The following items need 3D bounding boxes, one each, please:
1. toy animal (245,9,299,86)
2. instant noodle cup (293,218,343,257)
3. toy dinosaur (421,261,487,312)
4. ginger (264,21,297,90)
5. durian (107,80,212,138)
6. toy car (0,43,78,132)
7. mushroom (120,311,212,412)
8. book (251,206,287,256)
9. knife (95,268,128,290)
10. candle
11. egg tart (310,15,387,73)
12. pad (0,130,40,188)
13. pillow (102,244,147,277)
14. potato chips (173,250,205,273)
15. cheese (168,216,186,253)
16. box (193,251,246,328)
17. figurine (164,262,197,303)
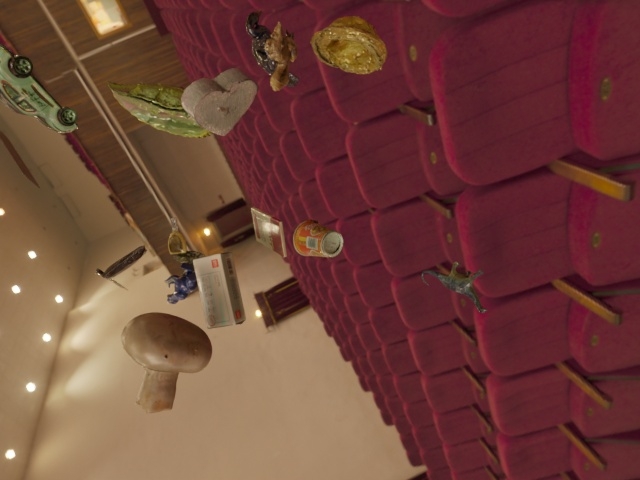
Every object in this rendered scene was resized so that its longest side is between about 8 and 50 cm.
[{"bbox_3d":[-0.184,-0.738,1.695,0.185,0.122,0.298,-46,-55,-48],"label":"toy animal"},{"bbox_3d":[0.000,0.000,2.117,0.212,0.193,0.193,13,132,54],"label":"instant noodle cup"},{"bbox_3d":[0.575,0.168,1.802,0.076,0.147,0.363,45,172,-37],"label":"toy dinosaur"},{"bbox_3d":[-0.152,-0.652,1.564,0.059,0.214,0.133,24,-175,42],"label":"ginger"},{"bbox_3d":[-0.492,-0.417,1.399,0.169,0.351,0.158,-67,-9,-72],"label":"durian"},{"bbox_3d":[-0.838,-0.416,1.242,0.136,0.125,0.306,27,157,28],"label":"toy car"},{"bbox_3d":[-0.514,0.386,1.395,0.292,0.290,0.292,19,171,3],"label":"mushroom"},{"bbox_3d":[-0.217,-0.038,1.823,0.231,0.022,0.162,27,131,48],"label":"book"},{"bbox_3d":[-0.948,0.184,1.991,0.072,0.019,0.245,22,159,9],"label":"knife"},{"bbox_3d":[-0.253,-0.341,1.101,0.068,0.192,0.168,48,147,16],"label":"candle"},{"bbox_3d":[0.106,-0.703,1.561,0.288,0.288,0.119,137,146,-84],"label":"egg tart"},{"bbox_3d":[-1.193,-0.332,1.702,0.266,0.002,0.176,56,162,1],"label":"pad"},{"bbox_3d":[-0.844,0.095,1.881,0.055,0.208,0.141,53,159,-6],"label":"pillow"},{"bbox_3d":[-0.682,0.142,2.324,0.029,0.202,0.220,-107,-9,-58],"label":"potato chips"},{"bbox_3d":[-0.643,-0.022,1.940,0.036,0.086,0.163,-16,-79,-75],"label":"cheese"},{"bbox_3d":[-0.370,0.183,1.589,0.079,0.135,0.270,-9,-93,-66],"label":"box"},{"bbox_3d":[-0.715,0.240,2.257,0.120,0.262,0.164,16,-133,-41],"label":"figurine"}]
